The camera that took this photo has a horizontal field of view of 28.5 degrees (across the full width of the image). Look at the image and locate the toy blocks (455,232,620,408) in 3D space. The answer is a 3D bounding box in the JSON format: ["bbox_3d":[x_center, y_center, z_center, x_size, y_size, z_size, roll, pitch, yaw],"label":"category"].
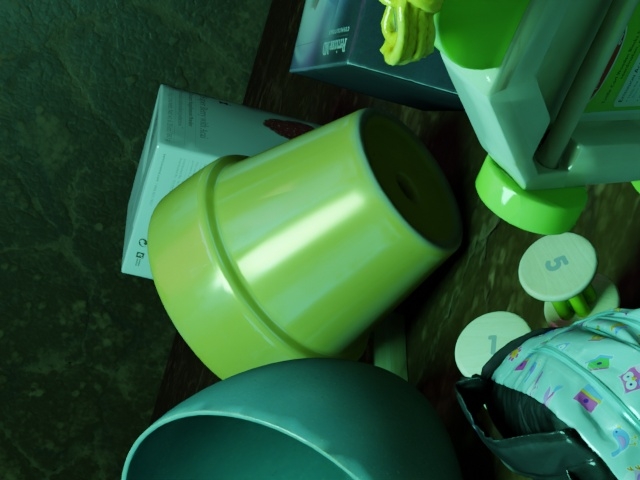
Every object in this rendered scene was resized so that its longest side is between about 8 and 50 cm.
[{"bbox_3d":[0.161,0.081,0.855,0.054,0.148,0.123,30,74,41],"label":"toy blocks"}]

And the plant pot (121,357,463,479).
[{"bbox_3d":[0.008,0.213,1.061,0.195,0.290,0.290,-42,-17,-48],"label":"plant pot"}]

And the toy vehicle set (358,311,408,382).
[{"bbox_3d":[0.046,0.222,1.304,0.267,0.035,0.166,-90,19,-45],"label":"toy vehicle set"}]

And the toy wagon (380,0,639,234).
[{"bbox_3d":[0.157,-0.126,0.583,0.068,0.344,0.267,51,132,38],"label":"toy wagon"}]

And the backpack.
[{"bbox_3d":[0.164,0.103,0.687,0.115,0.152,0.182,-46,-1,-6],"label":"backpack"}]

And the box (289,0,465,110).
[{"bbox_3d":[0.105,-0.291,1.273,0.296,0.182,0.294,-156,78,-77],"label":"box"}]

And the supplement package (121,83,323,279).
[{"bbox_3d":[-0.070,-0.043,1.493,0.177,0.293,0.175,-101,27,-60],"label":"supplement package"}]

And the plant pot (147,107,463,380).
[{"bbox_3d":[0.000,0.000,1.247,0.239,0.254,0.254,-33,36,27],"label":"plant pot"}]
